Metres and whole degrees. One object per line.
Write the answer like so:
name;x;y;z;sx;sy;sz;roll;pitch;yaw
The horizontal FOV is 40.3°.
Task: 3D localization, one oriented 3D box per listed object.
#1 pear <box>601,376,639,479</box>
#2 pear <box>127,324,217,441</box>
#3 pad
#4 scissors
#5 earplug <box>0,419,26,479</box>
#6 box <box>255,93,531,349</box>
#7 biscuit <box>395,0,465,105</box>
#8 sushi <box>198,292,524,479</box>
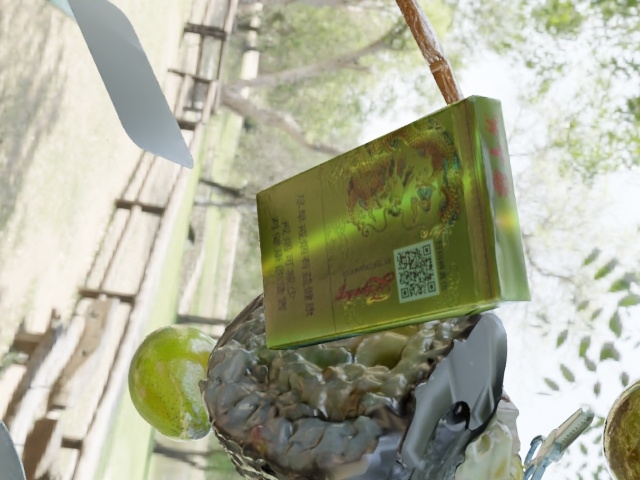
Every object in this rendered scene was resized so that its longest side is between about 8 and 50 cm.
pear;0.571;0.310;1.311;0.283;0.283;0.284;-172;-90;-86
pear;-0.239;0.257;1.525;0.220;0.187;0.187;49;-40;40
pad;-0.356;-0.285;1.600;0.375;0.063;0.315;65;16;16
scissors;0.405;0.357;1.513;0.125;0.030;0.256;-61;176;-41
earplug;-0.705;0.424;1.349;0.312;0.394;0.313;49;28;-36
box;0.049;-0.001;0.807;0.311;0.043;0.173;-20;-108;48
biscuit;0.178;-0.284;1.356;0.192;0.036;0.186;45;24;-56
sushi;0.053;0.205;0.986;0.328;0.328;0.285;-50;132;-35
